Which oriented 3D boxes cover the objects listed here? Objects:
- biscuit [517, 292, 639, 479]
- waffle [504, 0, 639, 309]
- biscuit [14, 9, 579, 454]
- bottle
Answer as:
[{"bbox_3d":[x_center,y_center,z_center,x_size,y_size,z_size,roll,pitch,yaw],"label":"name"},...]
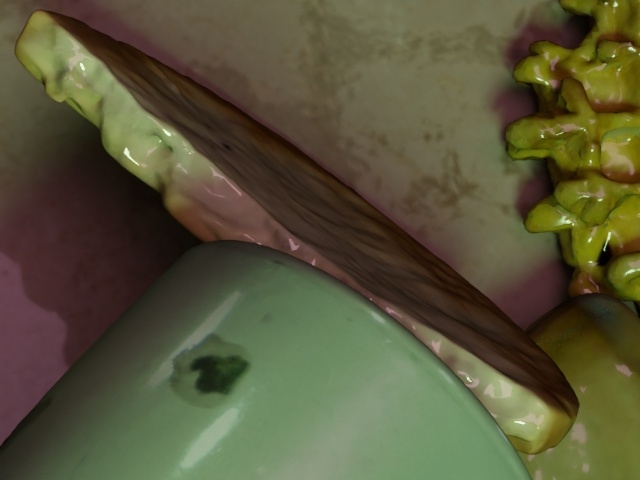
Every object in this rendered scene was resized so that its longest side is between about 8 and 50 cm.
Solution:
[{"bbox_3d":[0.110,0.189,0.925,0.290,0.062,0.237,-35,89,-20],"label":"biscuit"},{"bbox_3d":[0.240,-0.039,1.040,0.293,0.069,0.260,45,66,1],"label":"waffle"},{"bbox_3d":[0.000,0.000,0.888,0.309,0.204,0.040,38,99,15],"label":"biscuit"},{"bbox_3d":[-0.081,0.191,0.732,0.229,0.229,0.352,43,66,-1],"label":"bottle"}]
